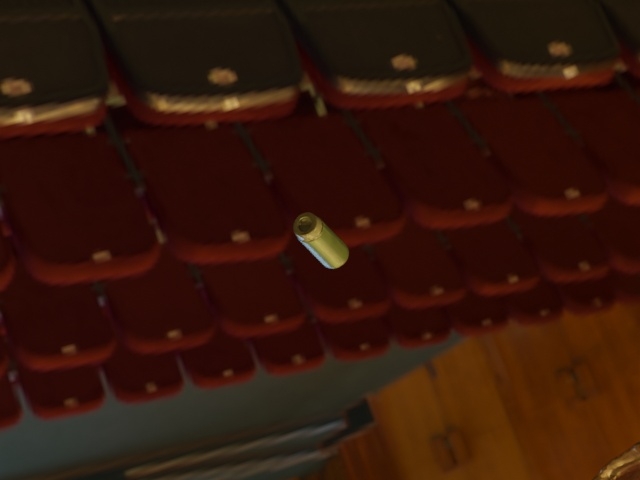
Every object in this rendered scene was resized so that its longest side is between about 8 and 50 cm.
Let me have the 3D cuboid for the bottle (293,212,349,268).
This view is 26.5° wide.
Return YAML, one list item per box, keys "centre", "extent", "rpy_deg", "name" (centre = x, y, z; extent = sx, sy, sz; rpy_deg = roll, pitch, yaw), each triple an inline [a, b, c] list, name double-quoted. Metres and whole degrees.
- centre: [0.000, 0.000, 1.315]
  extent: [0.030, 0.030, 0.083]
  rpy_deg: [-25, 151, 12]
  name: "bottle"

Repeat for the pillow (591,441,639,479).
- centre: [0.098, 0.116, 0.381]
  extent: [0.135, 0.034, 0.211]
  rpy_deg: [27, 137, -9]
  name: "pillow"
